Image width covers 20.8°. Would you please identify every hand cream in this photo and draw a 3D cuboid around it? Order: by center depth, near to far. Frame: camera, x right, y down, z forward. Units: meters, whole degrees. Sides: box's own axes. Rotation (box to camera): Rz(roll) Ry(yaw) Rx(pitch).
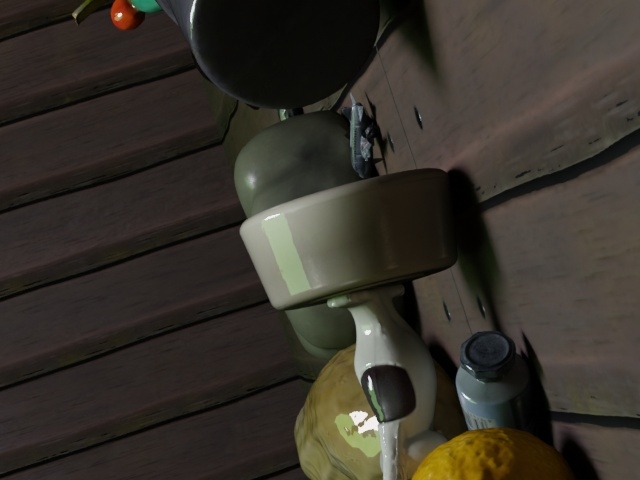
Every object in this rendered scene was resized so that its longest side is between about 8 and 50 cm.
[{"bbox_3d":[0.153,0.176,1.409,0.091,0.058,0.271,53,165,46],"label":"hand cream"}]

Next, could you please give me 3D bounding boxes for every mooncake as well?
[{"bbox_3d":[0.000,0.000,1.858,0.275,0.135,0.275,160,90,-87],"label":"mooncake"}]

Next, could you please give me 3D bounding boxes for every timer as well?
[{"bbox_3d":[0.052,0.091,1.398,0.175,0.175,0.266,129,126,-82],"label":"timer"}]

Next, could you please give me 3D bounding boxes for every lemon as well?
[{"bbox_3d":[0.131,0.215,1.298,0.187,0.142,0.142,74,175,-62],"label":"lemon"}]

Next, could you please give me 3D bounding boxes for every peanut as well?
[{"bbox_3d":[0.057,0.187,1.764,0.340,0.158,0.174,99,164,-72],"label":"peanut"}]

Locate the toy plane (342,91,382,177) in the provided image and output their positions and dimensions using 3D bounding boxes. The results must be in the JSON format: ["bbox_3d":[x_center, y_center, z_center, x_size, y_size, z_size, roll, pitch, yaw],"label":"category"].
[{"bbox_3d":[0.040,-0.098,1.679,0.078,0.031,0.083,-119,13,-59],"label":"toy plane"}]

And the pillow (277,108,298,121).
[{"bbox_3d":[-0.078,-0.278,2.195,0.189,0.034,0.255,-118,10,-66],"label":"pillow"}]

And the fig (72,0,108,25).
[{"bbox_3d":[-0.125,-0.269,1.665,0.159,0.257,0.159,52,163,23],"label":"fig"}]

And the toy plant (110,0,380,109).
[{"bbox_3d":[-0.065,-0.271,1.445,0.400,0.185,0.279,-113,26,-55],"label":"toy plant"}]

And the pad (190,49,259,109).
[{"bbox_3d":[-0.153,-0.327,2.200,0.323,0.055,0.250,62,-165,-66],"label":"pad"}]
